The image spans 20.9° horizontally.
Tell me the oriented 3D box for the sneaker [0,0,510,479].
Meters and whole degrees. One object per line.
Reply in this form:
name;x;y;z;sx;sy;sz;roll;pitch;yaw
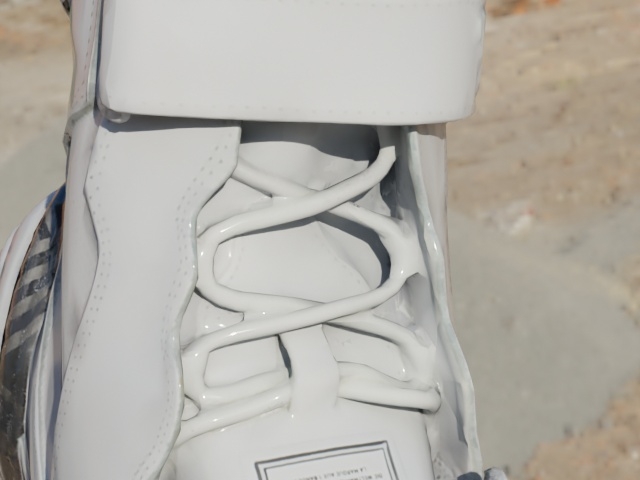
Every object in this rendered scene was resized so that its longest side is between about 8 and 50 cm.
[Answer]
sneaker;0.000;0.000;0.436;0.137;0.366;0.210;-3;42;-24
